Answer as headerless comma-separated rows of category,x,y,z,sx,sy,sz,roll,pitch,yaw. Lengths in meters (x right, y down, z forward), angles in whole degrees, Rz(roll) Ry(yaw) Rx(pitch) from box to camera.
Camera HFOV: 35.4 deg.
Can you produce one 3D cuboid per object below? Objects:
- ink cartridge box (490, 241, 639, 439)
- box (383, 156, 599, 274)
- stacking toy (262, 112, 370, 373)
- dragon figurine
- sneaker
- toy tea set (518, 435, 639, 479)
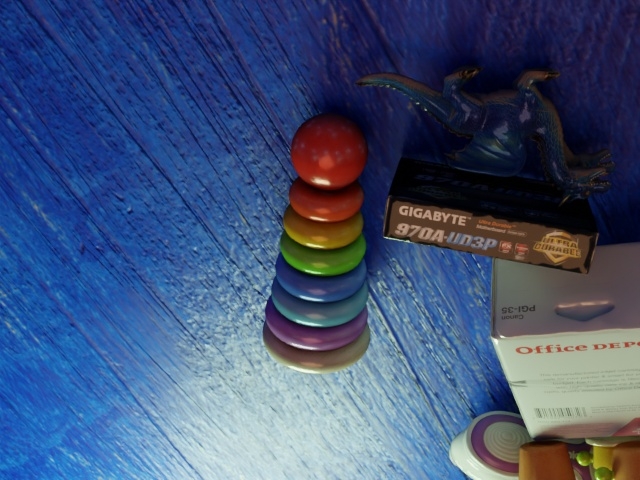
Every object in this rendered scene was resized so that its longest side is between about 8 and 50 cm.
ink cartridge box,0.329,0.126,1.189,0.207,0.117,0.283,-6,144,19
box,0.186,-0.032,1.109,0.220,0.175,0.051,10,110,6
stacking toy,0.000,0.000,1.219,0.141,0.141,0.330,8,125,8
dragon figurine,0.178,-0.113,1.076,0.289,0.085,0.144,2,103,3
sneaker,0.328,0.323,1.425,0.305,0.114,0.152,22,153,-7
toy tea set,0.416,0.306,1.249,0.336,0.200,0.124,-8,88,34
